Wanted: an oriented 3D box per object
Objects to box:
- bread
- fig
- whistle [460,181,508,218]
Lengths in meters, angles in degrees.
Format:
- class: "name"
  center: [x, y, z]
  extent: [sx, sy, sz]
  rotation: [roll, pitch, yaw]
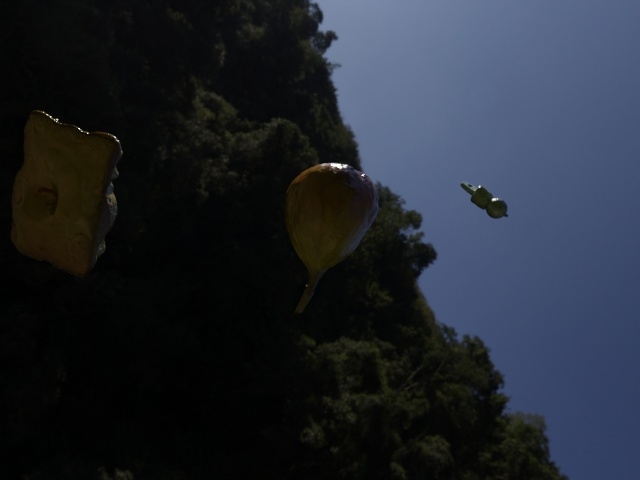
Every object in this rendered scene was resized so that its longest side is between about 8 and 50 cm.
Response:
- class: "bread"
  center: [-0.389, -0.069, 0.742]
  extent: [0.160, 0.088, 0.233]
  rotation: [24, -79, 15]
- class: "fig"
  center: [0.000, 0.000, 0.799]
  extent: [0.159, 0.159, 0.257]
  rotation: [10, -98, 63]
- class: "whistle"
  center: [0.280, -0.070, 0.814]
  extent: [0.100, 0.035, 0.035]
  rotation: [46, -36, 33]
